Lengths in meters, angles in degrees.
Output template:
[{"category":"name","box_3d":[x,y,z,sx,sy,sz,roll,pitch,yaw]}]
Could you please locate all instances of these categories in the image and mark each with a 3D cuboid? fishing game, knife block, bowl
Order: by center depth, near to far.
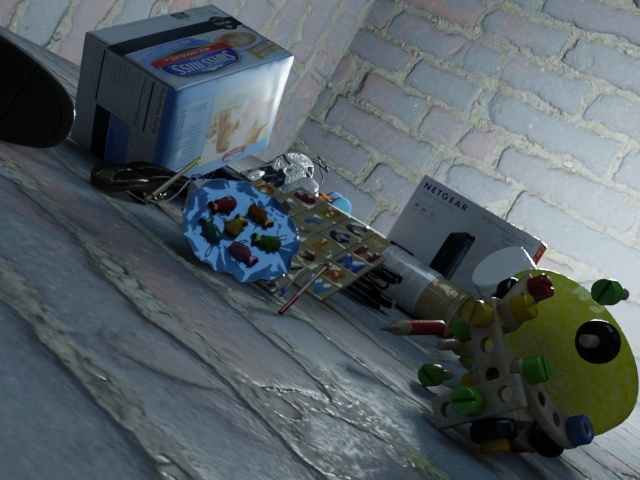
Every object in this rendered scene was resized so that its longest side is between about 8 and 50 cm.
[{"category":"fishing game","box_3d":[-0.107,-0.021,1.191,0.264,0.041,0.189,42,44,6]},{"category":"bowl","box_3d":[0.334,0.206,1.309,0.156,0.289,0.289,-25,40,-28]},{"category":"knife block","box_3d":[0.040,0.043,1.723,0.242,0.088,0.276,28,6,-34]}]

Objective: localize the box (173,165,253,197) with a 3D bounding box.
[{"category":"box","box_3d":[-0.213,-0.111,1.726,0.158,0.093,0.156,33,6,7]}]

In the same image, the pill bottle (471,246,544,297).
[{"category":"pill bottle","box_3d":[0.464,0.173,1.805,0.318,0.176,0.176,54,-3,-20]}]

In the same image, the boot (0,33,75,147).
[{"category":"boot","box_3d":[-0.538,-0.270,1.263,0.377,0.138,0.284,24,7,-12]}]

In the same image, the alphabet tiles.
[{"category":"alphabet tiles","box_3d":[-0.055,-0.010,1.384,0.285,0.011,0.342,32,29,19]}]

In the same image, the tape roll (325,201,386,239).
[{"category":"tape roll","box_3d":[0.097,0.000,2.322,0.286,0.100,0.286,30,6,-3]}]

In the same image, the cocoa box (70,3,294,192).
[{"category":"cocoa box","box_3d":[-0.257,-0.276,1.577,0.228,0.231,0.347,34,37,19]}]

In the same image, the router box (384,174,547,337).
[{"category":"router box","box_3d":[0.316,0.053,1.984,0.335,0.301,0.082,33,5,25]}]

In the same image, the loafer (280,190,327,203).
[{"category":"loafer","box_3d":[-0.097,-0.088,2.169,0.102,0.092,0.269,33,-13,-39]}]

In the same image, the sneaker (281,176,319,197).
[{"category":"sneaker","box_3d":[-0.073,-0.086,1.933,0.114,0.152,0.305,33,7,-3]}]

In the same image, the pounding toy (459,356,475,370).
[{"category":"pounding toy","box_3d":[0.398,0.246,1.679,0.183,0.110,0.237,34,7,31]}]

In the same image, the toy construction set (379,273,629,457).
[{"category":"toy construction set","box_3d":[0.206,0.157,1.104,0.309,0.257,0.237,8,1,44]}]

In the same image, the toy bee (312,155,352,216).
[{"category":"toy bee","box_3d":[0.009,-0.096,2.624,0.298,0.162,0.195,55,-3,-1]}]

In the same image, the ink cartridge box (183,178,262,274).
[{"category":"ink cartridge box","box_3d":[-0.127,-0.024,1.278,0.104,0.061,0.181,-2,35,-35]}]

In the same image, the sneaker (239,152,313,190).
[{"category":"sneaker","box_3d":[-0.141,-0.154,2.099,0.153,0.235,0.094,-6,-68,50]}]

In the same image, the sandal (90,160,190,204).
[{"category":"sandal","box_3d":[-0.288,-0.087,1.349,0.090,0.060,0.219,27,18,23]}]

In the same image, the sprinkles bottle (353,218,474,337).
[{"category":"sprinkles bottle","box_3d":[0.180,0.083,1.923,0.355,0.121,0.121,34,6,25]}]
